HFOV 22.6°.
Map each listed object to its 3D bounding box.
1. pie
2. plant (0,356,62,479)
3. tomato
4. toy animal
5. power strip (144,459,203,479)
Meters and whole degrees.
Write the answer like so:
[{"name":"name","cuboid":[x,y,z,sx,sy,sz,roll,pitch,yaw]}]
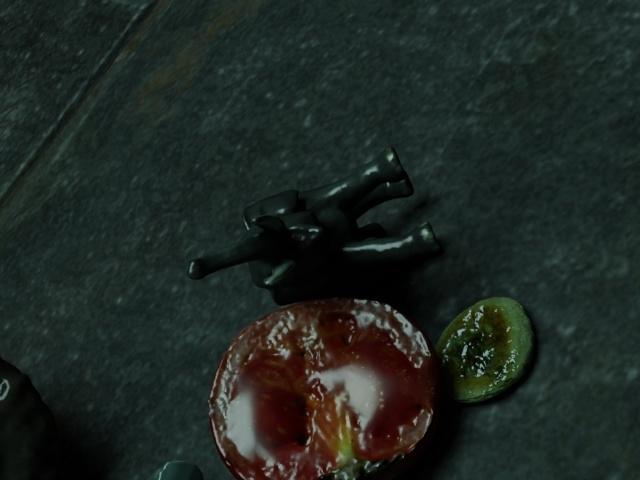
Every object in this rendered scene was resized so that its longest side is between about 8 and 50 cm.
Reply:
[{"name":"pie","cuboid":[0.109,0.075,1.081,0.084,0.021,0.084,-28,40,27]},{"name":"plant","cuboid":[-0.354,0.170,1.324,0.312,0.213,0.215,8,65,60]},{"name":"tomato","cuboid":[0.008,0.117,1.089,0.159,0.091,0.139,-22,62,0]},{"name":"toy animal","cuboid":[0.008,-0.004,1.109,0.137,0.269,0.082,-23,85,12]},{"name":"power strip","cuboid":[-0.103,0.258,1.117,0.137,0.044,0.216,-45,35,6]}]
